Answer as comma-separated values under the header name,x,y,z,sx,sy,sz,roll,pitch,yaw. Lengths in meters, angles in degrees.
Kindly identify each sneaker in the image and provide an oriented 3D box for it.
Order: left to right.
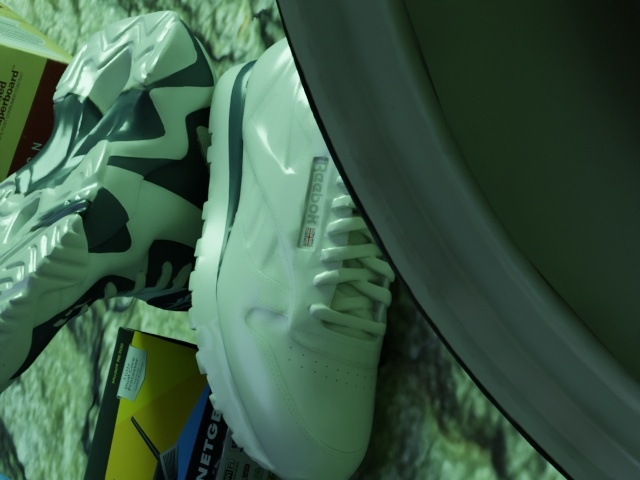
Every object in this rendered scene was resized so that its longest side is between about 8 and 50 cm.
name,x,y,z,sx,sy,sz,roll,pitch,yaw
sneaker,-0.098,0.016,0.881,0.094,0.153,0.235,-8,45,36
sneaker,0.000,0.000,0.828,0.094,0.090,0.235,-24,60,37

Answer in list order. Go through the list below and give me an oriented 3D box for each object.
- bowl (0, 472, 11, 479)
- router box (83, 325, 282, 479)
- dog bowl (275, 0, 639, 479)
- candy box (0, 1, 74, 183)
name,x,y,z,sx,sy,sz,roll,pitch,yaw
bowl,-0.185,0.310,0.915,0.391,0.077,0.391,-22,65,61
router box,-0.078,0.144,0.910,0.133,0.046,0.179,10,86,56
dog bowl,0.180,-0.100,0.417,0.408,0.150,0.408,19,120,36
candy box,-0.290,-0.096,1.260,0.316,0.087,0.183,38,109,54
